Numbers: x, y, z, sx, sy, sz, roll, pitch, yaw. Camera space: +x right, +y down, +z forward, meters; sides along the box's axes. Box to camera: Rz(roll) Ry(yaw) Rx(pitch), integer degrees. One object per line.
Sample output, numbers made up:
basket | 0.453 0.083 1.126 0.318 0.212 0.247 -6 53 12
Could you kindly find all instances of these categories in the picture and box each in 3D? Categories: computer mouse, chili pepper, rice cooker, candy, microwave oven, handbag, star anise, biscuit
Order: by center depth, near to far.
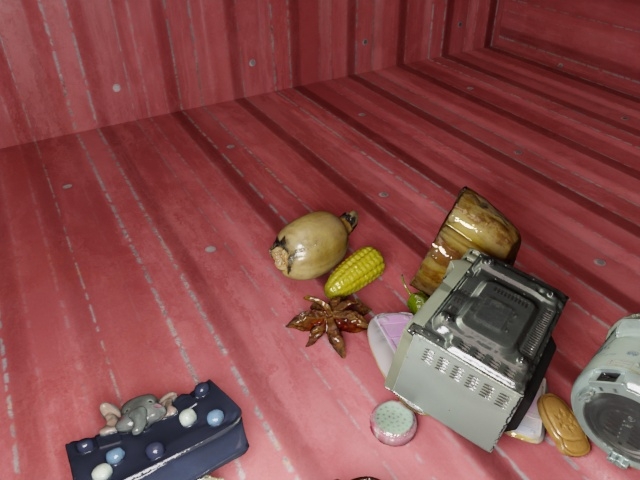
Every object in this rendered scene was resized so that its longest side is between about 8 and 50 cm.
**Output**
handbag | -0.333 0.394 1.122 0.325 0.119 0.269 -20 19 -28
rice cooker | 0.679 0.300 1.144 0.316 0.317 0.264 -27 3 -31
biscuit | 0.523 0.388 1.192 0.118 0.023 0.140 0 48 -32
microwave oven | 0.347 0.209 1.207 0.286 0.219 0.355 28 41 23
candy | 0.158 0.395 1.212 0.103 0.043 0.103 1 33 -1
computer mouse | 0.451 0.368 1.239 0.102 0.045 0.199 14 36 17
computer mouse | 0.220 0.290 1.318 0.158 0.072 0.310 -1 37 -24
star anise | 0.035 0.203 1.444 0.212 0.111 0.196 -17 46 -35
chili pepper | 0.272 0.185 1.483 0.072 0.073 0.204 -1 42 -24
candy | 0.086 0.100 1.586 0.198 0.106 0.094 -32 64 -30

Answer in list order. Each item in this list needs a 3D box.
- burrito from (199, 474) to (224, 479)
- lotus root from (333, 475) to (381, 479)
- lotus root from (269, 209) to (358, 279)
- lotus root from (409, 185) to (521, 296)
burrito | -0.297 0.490 1.086 0.229 0.063 0.058 -13 76 -4
lotus root | 0.101 0.507 0.983 0.260 0.129 0.145 25 52 34
lotus root | 0.000 0.000 1.658 0.309 0.183 0.182 -29 44 -34
lotus root | 0.403 0.028 1.516 0.249 0.316 0.316 30 44 20
